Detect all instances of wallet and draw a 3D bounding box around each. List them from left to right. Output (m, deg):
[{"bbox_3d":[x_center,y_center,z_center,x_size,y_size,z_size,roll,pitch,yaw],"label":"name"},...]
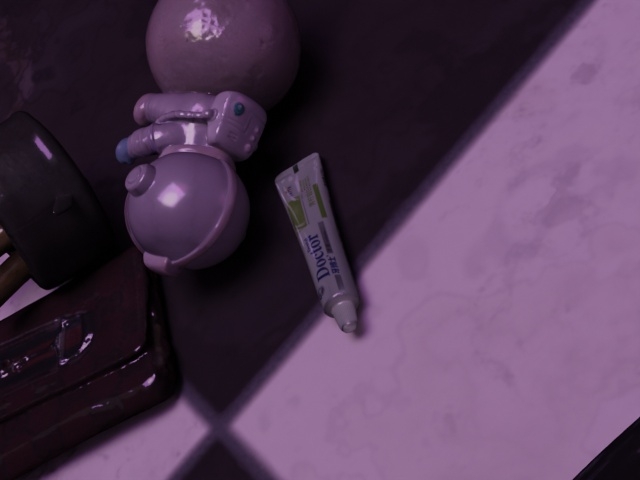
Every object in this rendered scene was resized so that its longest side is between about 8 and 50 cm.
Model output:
[{"bbox_3d":[-0.236,0.114,1.017,0.229,0.049,0.182,-28,46,14],"label":"wallet"}]

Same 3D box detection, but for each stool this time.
[{"bbox_3d":[-0.283,-0.017,1.064,0.139,0.228,0.153,-35,85,-17],"label":"stool"}]

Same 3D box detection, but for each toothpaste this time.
[{"bbox_3d":[0.000,0.000,0.946,0.048,0.029,0.197,-31,45,13],"label":"toothpaste"}]

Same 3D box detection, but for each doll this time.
[{"bbox_3d":[-0.099,-0.101,1.009,0.150,0.151,0.287,-7,61,30],"label":"doll"}]

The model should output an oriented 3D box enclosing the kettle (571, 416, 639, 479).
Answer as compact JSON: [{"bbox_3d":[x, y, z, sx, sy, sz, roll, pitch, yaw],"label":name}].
[{"bbox_3d":[0.195,0.232,0.556,0.290,0.207,0.268,-40,81,4],"label":"kettle"}]
